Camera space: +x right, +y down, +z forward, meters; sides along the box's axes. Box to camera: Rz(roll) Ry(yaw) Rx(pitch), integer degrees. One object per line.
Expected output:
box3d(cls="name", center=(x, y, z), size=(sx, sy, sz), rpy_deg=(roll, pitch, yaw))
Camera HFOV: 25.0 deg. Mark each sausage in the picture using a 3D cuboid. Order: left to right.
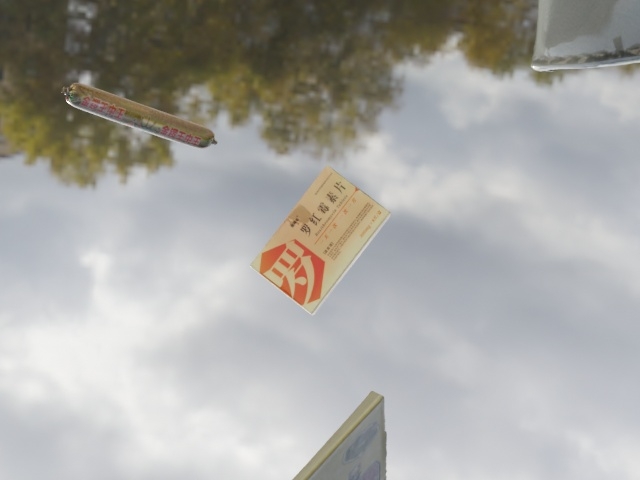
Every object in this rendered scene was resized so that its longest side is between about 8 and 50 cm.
box3d(cls="sausage", center=(-0.101, -0.069, 0.816), size=(0.100, 0.015, 0.015), rpy_deg=(18, -170, -32))

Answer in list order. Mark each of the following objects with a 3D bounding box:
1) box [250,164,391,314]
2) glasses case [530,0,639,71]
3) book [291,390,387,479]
box3d(cls="box", center=(0.000, 0.000, 1.030), size=(0.058, 0.093, 0.015), rpy_deg=(38, 180, 8))
box3d(cls="glasses case", center=(0.140, -0.213, 0.512), size=(0.083, 0.308, 0.128), rpy_deg=(-5, -170, -37))
box3d(cls="book", center=(-0.011, 0.211, 0.947), size=(0.013, 0.192, 0.168), rpy_deg=(28, -127, 27))
